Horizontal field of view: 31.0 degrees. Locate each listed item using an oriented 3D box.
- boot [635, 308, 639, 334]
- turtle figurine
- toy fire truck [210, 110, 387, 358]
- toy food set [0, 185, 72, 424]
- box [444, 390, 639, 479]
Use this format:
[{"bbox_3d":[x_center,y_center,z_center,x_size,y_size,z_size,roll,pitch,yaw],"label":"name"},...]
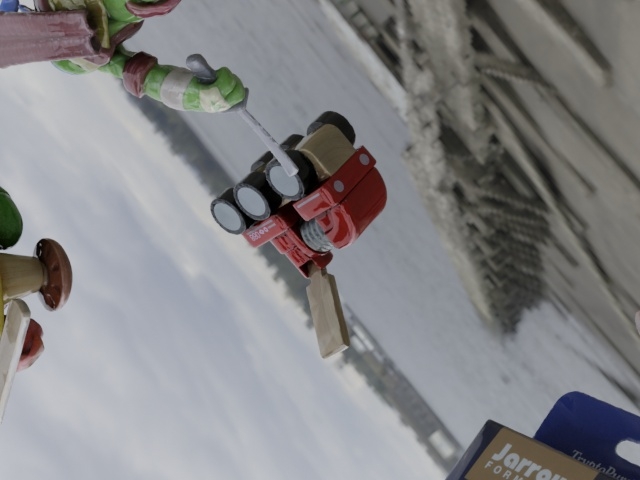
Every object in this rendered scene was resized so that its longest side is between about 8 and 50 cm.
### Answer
[{"bbox_3d":[0.284,0.066,0.608,0.197,0.152,0.073,57,173,32],"label":"boot"},{"bbox_3d":[-0.103,-0.202,0.854,0.275,0.197,0.266,15,164,-11],"label":"turtle figurine"},{"bbox_3d":[0.000,0.000,1.448,0.246,0.158,0.217,50,143,-10],"label":"toy fire truck"},{"bbox_3d":[-0.226,0.025,0.816,0.218,0.071,0.128,47,131,38],"label":"toy food set"},{"bbox_3d":[0.076,0.158,0.456,0.036,0.225,0.136,48,164,-32],"label":"box"}]
